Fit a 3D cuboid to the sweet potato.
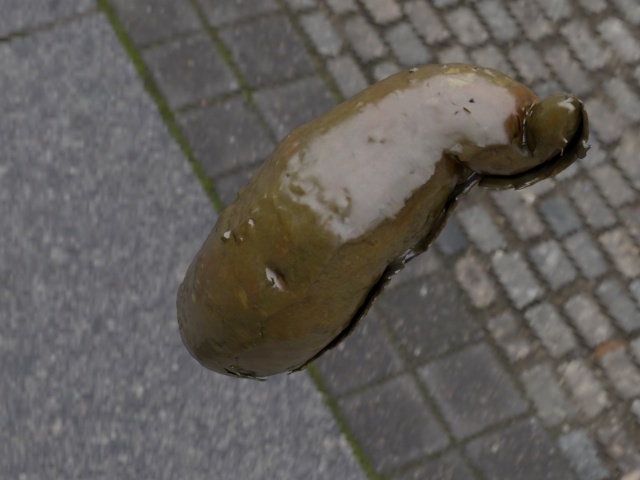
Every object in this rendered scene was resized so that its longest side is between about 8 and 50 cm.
[{"bbox_3d":[-0.001,0.000,0.848,0.124,0.310,0.098,-30,86,-48],"label":"sweet potato"}]
